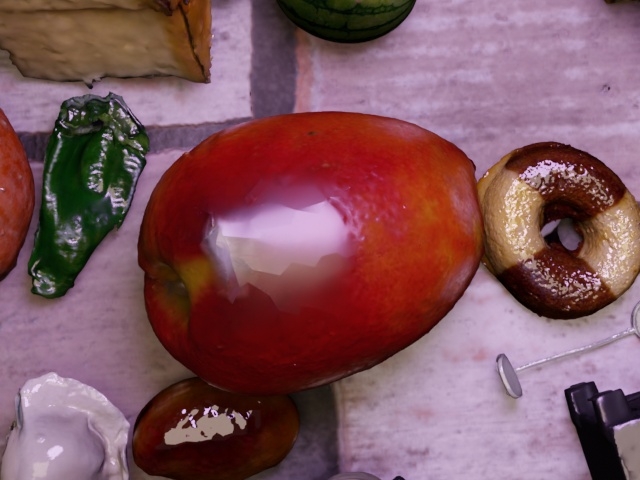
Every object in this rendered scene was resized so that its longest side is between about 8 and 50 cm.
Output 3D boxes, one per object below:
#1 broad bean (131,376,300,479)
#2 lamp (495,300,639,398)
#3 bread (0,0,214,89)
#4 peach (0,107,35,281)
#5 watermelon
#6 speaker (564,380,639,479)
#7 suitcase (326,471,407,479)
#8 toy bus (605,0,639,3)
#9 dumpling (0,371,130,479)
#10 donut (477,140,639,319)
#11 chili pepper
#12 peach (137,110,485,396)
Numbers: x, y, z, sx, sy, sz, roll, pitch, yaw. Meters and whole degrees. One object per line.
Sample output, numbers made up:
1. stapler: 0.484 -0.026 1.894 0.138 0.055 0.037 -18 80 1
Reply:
1. broad bean: -0.103 0.188 1.410 0.165 0.084 0.114 1 119 -7
2. lamp: 0.268 0.105 1.421 0.198 0.056 0.050 -20 87 -2
3. bread: -0.229 -0.239 1.265 0.248 0.315 0.279 4 112 18
4. peach: -0.374 -0.038 1.368 0.232 0.232 0.232 0 91 1
5. watermelon: 0.005 -0.267 1.372 0.187 0.141 0.141 18 91 3
6. speaker: 0.360 0.234 1.332 0.184 0.232 0.254 -17 86 1
7. suitcase: 0.062 0.435 1.356 0.351 0.194 0.339 38 93 0
8. toy bus: 0.308 -0.336 1.381 0.123 0.121 0.335 -12 91 10
9. dumpling: -0.251 0.223 1.406 0.127 0.108 0.188 7 91 -23
10. donut: 0.238 -0.010 1.409 0.166 0.073 0.184 -30 92 -1
11. chili pepper: -0.244 -0.045 1.411 0.108 0.062 0.216 16 96 -39
12. peach: 0.000 0.000 1.358 0.338 0.281 0.281 -20 91 -27
